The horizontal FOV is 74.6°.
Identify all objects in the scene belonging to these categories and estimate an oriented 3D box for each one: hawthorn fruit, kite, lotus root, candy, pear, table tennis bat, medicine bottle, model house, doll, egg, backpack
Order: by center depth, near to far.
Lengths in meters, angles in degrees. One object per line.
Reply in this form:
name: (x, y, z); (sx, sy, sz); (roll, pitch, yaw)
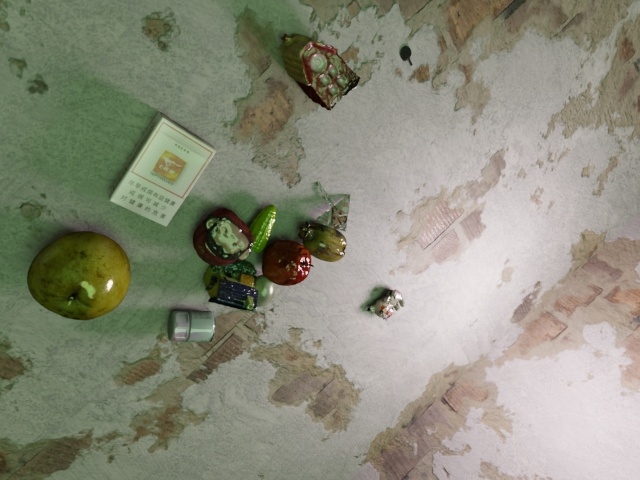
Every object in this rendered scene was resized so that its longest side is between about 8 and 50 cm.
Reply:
pear: (-0.780, 0.119, 1.385); (0.304, 0.304, 0.303); (-13, 122, -21)
model house: (-0.023, -0.595, 1.432); (0.160, 0.196, 0.254); (-49, 127, 7)
backpack: (-0.381, -0.005, 1.609); (0.230, 0.139, 0.229); (-4, 113, -9)
table tennis bat: (0.344, -0.730, 1.665); (0.050, 0.007, 0.083); (-43, 127, 0)
candy: (-0.238, -0.052, 1.694); (0.097, 0.097, 0.209); (19, 106, -35)
model house: (-0.353, 0.187, 1.700); (0.194, 0.211, 0.170); (23, 107, -34)
medicine bottle: (-0.537, 0.356, 1.746); (0.169, 0.135, 0.135); (8, 113, -32)
hawthorn fruit: (-0.115, 0.095, 1.747); (0.207, 0.243, 0.207); (-4, 95, -52)
kite: (0.053, -0.145, 1.803); (0.229, 0.012, 0.250); (-42, 113, -31)
lotus root: (-0.001, 0.000, 1.822); (0.278, 0.154, 0.154); (26, 103, -37)
egg: (-0.255, 0.217, 1.827); (0.114, 0.114, 0.152); (10, 110, -32)
doll: (0.355, 0.341, 2.237); (0.192, 0.095, 0.149); (-47, 122, 6)

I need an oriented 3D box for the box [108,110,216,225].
box: (-0.536, -0.236, 1.430); (0.210, 0.095, 0.330); (30, 102, -37)
